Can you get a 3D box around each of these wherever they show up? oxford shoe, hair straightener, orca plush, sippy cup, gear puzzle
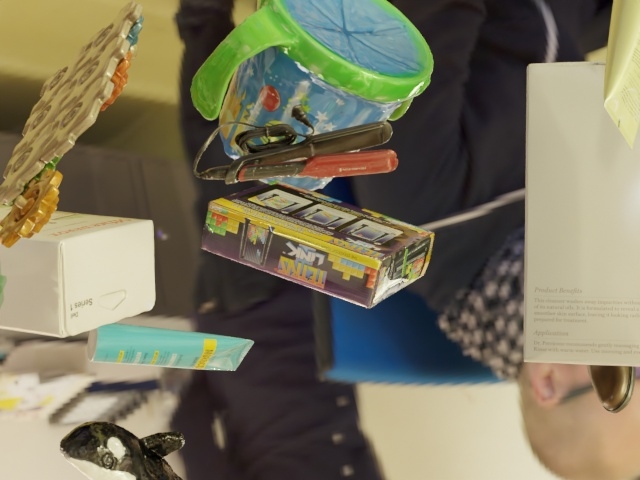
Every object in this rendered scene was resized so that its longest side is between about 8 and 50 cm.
[{"bbox_3d":[0.428,0.163,2.008,0.096,0.227,0.083,18,138,-32],"label":"oxford shoe"},{"bbox_3d":[-0.031,-0.106,1.446,0.230,0.089,0.047,-9,149,5],"label":"hair straightener"},{"bbox_3d":[-0.183,0.281,1.521,0.287,0.102,0.151,46,170,-26],"label":"orca plush"},{"bbox_3d":[-0.013,-0.189,1.612,0.305,0.240,0.224,22,124,-18],"label":"sippy cup"},{"bbox_3d":[-0.246,-0.108,1.279,0.175,0.339,0.044,-36,117,28],"label":"gear puzzle"}]

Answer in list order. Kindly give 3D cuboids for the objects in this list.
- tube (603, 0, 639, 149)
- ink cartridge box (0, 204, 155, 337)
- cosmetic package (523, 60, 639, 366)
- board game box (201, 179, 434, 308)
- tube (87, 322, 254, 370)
[{"bbox_3d":[0.339,-0.226,1.394,0.070,0.240,0.062,18,159,-12],"label":"tube"},{"bbox_3d":[-0.369,0.030,1.571,0.278,0.117,0.201,6,-170,24],"label":"ink cartridge box"},{"bbox_3d":[0.370,-0.034,1.654,0.217,0.385,0.156,3,179,11],"label":"cosmetic package"},{"bbox_3d":[0.000,0.000,1.166,0.170,0.048,0.141,19,-161,21],"label":"board game box"},{"bbox_3d":[-0.196,0.140,1.668,0.207,0.052,0.080,7,149,-22],"label":"tube"}]
